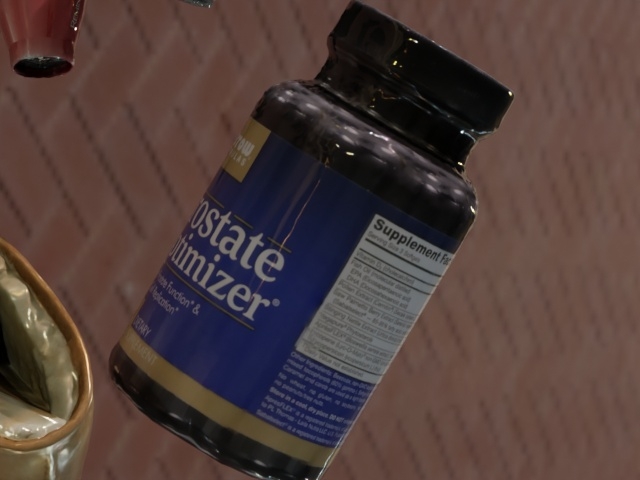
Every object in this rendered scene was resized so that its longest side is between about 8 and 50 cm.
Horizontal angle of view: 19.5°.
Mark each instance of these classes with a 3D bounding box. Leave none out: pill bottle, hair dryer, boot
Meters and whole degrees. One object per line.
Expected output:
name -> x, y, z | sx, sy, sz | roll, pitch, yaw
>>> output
pill bottle -> 0.000, 0.000, 0.906 | 0.219, 0.123, 0.123 | -60, 150, 4
hair dryer -> -0.129, -0.202, 1.144 | 0.224, 0.080, 0.293 | 55, 36, -25
boot -> -0.176, 0.069, 0.853 | 0.089, 0.236, 0.269 | -34, 154, -26
